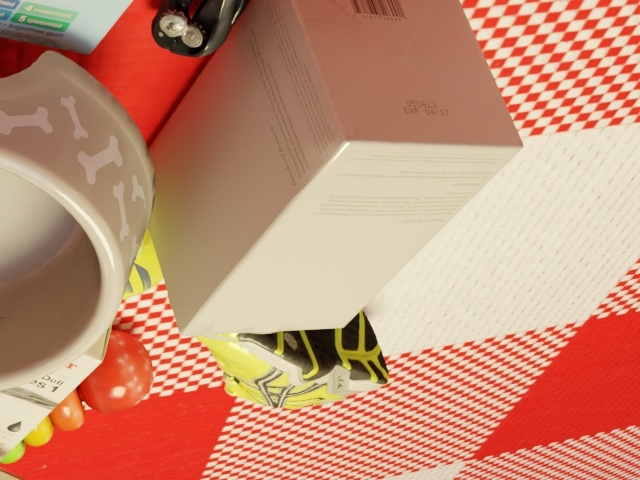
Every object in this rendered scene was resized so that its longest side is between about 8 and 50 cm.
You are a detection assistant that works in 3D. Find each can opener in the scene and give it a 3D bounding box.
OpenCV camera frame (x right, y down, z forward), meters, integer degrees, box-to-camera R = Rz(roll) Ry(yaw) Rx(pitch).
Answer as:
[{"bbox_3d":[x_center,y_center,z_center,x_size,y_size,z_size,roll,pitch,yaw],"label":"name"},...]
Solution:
[{"bbox_3d":[-0.069,-0.202,1.039,0.059,0.073,0.186,31,134,-7],"label":"can opener"}]

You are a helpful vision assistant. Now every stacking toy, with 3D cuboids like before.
[{"bbox_3d":[-0.337,0.180,1.513,0.330,0.141,0.141,-21,154,-8],"label":"stacking toy"}]

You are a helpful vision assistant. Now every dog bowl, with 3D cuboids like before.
[{"bbox_3d":[-0.299,-0.008,1.064,0.349,0.102,0.348,-3,139,-3],"label":"dog bowl"}]

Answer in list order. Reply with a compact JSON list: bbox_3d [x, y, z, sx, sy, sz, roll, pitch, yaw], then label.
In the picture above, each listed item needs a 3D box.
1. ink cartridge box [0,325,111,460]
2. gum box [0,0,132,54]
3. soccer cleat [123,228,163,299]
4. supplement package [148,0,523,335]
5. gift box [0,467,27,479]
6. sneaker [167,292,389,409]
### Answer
[{"bbox_3d":[-0.315,0.100,1.342,0.160,0.092,0.219,27,133,-23],"label":"ink cartridge box"},{"bbox_3d":[-0.181,-0.206,0.957,0.157,0.041,0.184,6,145,-40],"label":"gum box"},{"bbox_3d":[-0.207,-0.020,1.239,0.121,0.093,0.289,-33,150,21],"label":"soccer cleat"},{"bbox_3d":[-0.007,-0.066,1.187,0.178,0.175,0.293,-1,148,-35],"label":"supplement package"},{"bbox_3d":[-0.429,0.289,1.283,0.255,0.258,0.276,-25,138,20],"label":"gift box"},{"bbox_3d":[-0.060,0.120,1.549,0.147,0.145,0.385,-28,151,17],"label":"sneaker"}]
